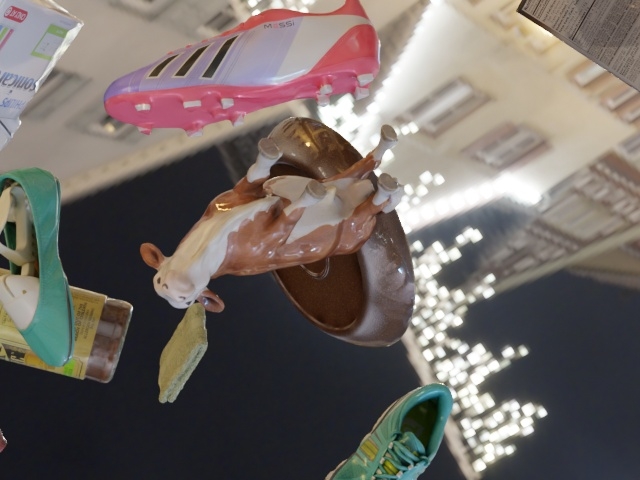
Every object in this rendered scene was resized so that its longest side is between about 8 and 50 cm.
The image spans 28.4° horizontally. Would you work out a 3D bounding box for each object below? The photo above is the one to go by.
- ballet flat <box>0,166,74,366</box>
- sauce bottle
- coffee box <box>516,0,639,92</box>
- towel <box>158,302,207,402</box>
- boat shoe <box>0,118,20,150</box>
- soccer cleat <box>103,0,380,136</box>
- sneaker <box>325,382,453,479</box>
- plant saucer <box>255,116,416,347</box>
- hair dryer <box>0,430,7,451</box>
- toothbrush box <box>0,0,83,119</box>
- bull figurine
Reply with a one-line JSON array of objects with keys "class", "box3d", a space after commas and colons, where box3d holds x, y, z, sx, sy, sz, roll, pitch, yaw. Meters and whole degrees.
[{"class": "ballet flat", "box3d": [-0.343, 0.029, 1.468, 0.087, 0.083, 0.247, 8, -115, -41]}, {"class": "sauce bottle", "box3d": [-0.409, 0.085, 1.553, 0.344, 0.111, 0.111, 15, -150, -6]}, {"class": "coffee box", "box3d": [0.424, -0.272, 1.676, 0.168, 0.119, 0.297, 14, -158, -39]}, {"class": "towel", "box3d": [-0.222, 0.180, 2.025, 0.027, 0.148, 0.110, 20, -147, -24]}, {"class": "boat shoe", "box3d": [-0.600, -0.196, 1.979, 0.136, 0.156, 0.367, 24, 168, 12]}, {"class": "soccer cleat", "box3d": [-0.069, -0.156, 1.111, 0.083, 0.248, 0.095, 105, 154, -72]}, {"class": "sneaker", "box3d": [0.083, 0.283, 1.586, 0.107, 0.110, 0.275, 35, -126, -1]}, {"class": "plant saucer", "box3d": [0.000, 0.000, 1.573, 0.050, 0.310, 0.310, -25, -102, -28]}, {"class": "hair dryer", "box3d": [-0.567, 0.268, 1.936, 0.223, 0.080, 0.293, 57, 178, 26]}, {"class": "toothbrush box", "box3d": [-0.376, -0.235, 1.095, 0.283, 0.122, 0.206, 38, -174, 4]}, {"class": "bull figurine", "box3d": [-0.039, -0.023, 1.305, 0.310, 0.188, 0.101, -18, -111, -47]}]
